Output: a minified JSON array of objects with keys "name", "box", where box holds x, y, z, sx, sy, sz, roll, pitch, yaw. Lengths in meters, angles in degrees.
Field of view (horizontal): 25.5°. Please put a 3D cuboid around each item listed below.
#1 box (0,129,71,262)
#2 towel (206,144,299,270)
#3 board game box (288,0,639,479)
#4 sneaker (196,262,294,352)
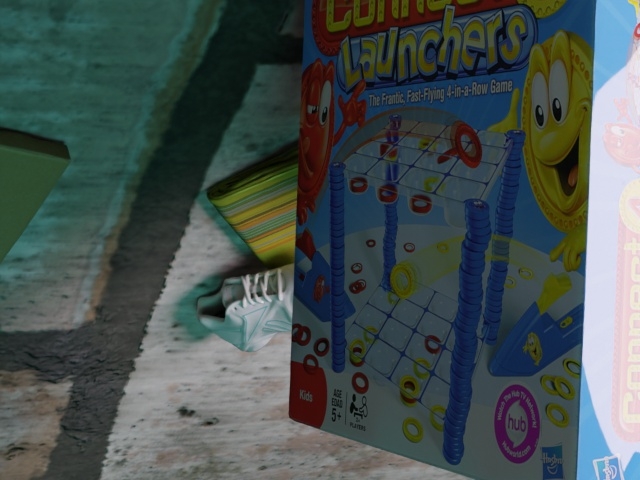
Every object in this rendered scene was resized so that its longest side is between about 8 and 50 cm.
[{"name":"box","box":[-0.296,-0.025,0.961,0.201,0.021,0.164,10,134,-37]},{"name":"towel","box":[0.000,0.000,1.149,0.102,0.021,0.237,-22,146,11]},{"name":"board game box","box":[0.091,-0.027,0.804,0.086,0.302,0.308,2,-179,-28]},{"name":"sneaker","box":[-0.043,0.049,1.139,0.061,0.053,0.152,24,143,-32]}]
